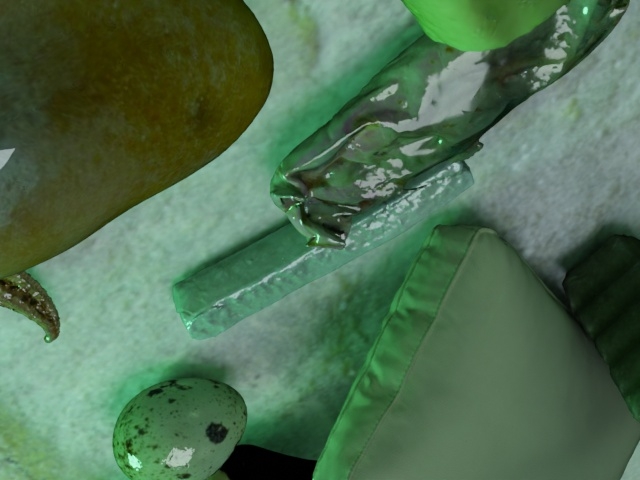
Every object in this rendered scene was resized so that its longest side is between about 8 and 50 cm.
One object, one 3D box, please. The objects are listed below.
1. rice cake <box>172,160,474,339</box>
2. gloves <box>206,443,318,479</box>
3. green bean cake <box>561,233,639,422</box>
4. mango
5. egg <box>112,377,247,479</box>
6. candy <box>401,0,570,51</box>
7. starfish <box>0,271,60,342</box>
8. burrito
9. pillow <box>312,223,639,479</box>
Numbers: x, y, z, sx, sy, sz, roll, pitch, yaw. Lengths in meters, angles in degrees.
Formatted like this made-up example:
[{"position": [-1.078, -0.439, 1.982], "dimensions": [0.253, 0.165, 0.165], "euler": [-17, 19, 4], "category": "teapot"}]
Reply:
[{"position": [0.000, 0.000, 1.337], "dimensions": [0.245, 0.045, 0.042], "euler": [-29, 136, 6], "category": "rice cake"}, {"position": [-0.081, 0.269, 1.486], "dimensions": [0.301, 0.152, 0.197], "euler": [-16, 127, -7], "category": "gloves"}, {"position": [0.293, 0.094, 1.445], "dimensions": [0.094, 0.185, 0.183], "euler": [-45, 133, 14], "category": "green bean cake"}, {"position": [-0.204, -0.084, 1.070], "dimensions": [0.384, 0.199, 0.221], "euler": [-8, 101, -20], "category": "mango"}, {"position": [-0.109, 0.150, 1.408], "dimensions": [0.110, 0.085, 0.085], "euler": [-23, 137, -17], "category": "egg"}, {"position": [0.047, -0.255, 1.050], "dimensions": [0.132, 0.142, 0.343], "euler": [-40, 135, -1], "category": "candy"}, {"position": [-0.268, 0.024, 1.249], "dimensions": [0.213, 0.057, 0.238], "euler": [5, 130, -30], "category": "starfish"}, {"position": [0.092, -0.109, 1.257], "dimensions": [0.309, 0.066, 0.096], "euler": [-40, 131, 13], "category": "burrito"}, {"position": [0.139, 0.157, 1.444], "dimensions": [0.322, 0.120, 0.255], "euler": [42, 69, -44], "category": "pillow"}]
